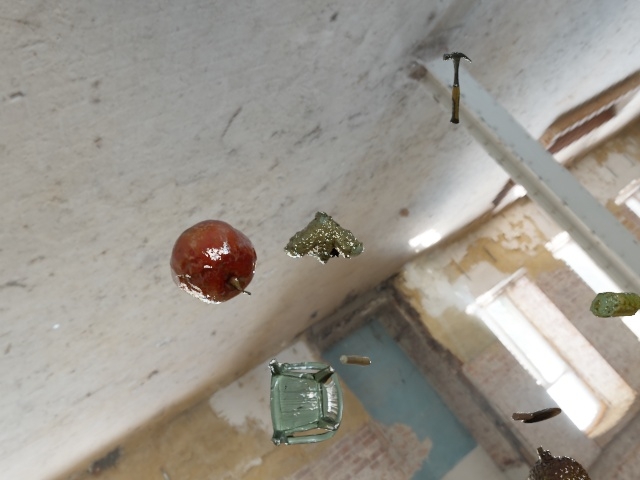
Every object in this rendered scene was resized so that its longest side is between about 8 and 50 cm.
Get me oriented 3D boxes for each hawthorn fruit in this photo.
[{"bbox_3d":[-0.277,0.078,1.710,0.242,0.272,0.241,-38,148,-29],"label":"hawthorn fruit"}]

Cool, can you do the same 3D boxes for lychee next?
[{"bbox_3d":[0.757,0.769,1.947,0.200,0.238,0.200,-27,162,-10],"label":"lychee"}]

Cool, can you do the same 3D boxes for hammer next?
[{"bbox_3d":[0.383,-0.426,1.721,0.078,0.021,0.200,-9,116,-7],"label":"hammer"}]

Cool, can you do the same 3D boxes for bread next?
[{"bbox_3d":[0.995,0.214,2.054,0.270,0.087,0.098,5,119,-46],"label":"bread"}]

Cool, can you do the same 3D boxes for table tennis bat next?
[{"bbox_3d":[0.596,0.519,1.649,0.170,0.119,0.107,9,142,-33],"label":"table tennis bat"}]

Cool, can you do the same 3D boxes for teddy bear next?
[{"bbox_3d":[0.000,0.000,2.118,0.268,0.156,0.256,0,167,-7],"label":"teddy bear"}]

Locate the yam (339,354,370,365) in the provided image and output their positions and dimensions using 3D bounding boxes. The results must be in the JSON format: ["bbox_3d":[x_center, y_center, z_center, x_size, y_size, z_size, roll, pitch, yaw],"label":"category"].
[{"bbox_3d":[0.103,0.348,1.783,0.032,0.032,0.145,-44,150,16],"label":"yam"}]

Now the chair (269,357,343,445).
[{"bbox_3d":[-0.027,0.393,1.499,0.191,0.203,0.274,-3,166,-4],"label":"chair"}]
